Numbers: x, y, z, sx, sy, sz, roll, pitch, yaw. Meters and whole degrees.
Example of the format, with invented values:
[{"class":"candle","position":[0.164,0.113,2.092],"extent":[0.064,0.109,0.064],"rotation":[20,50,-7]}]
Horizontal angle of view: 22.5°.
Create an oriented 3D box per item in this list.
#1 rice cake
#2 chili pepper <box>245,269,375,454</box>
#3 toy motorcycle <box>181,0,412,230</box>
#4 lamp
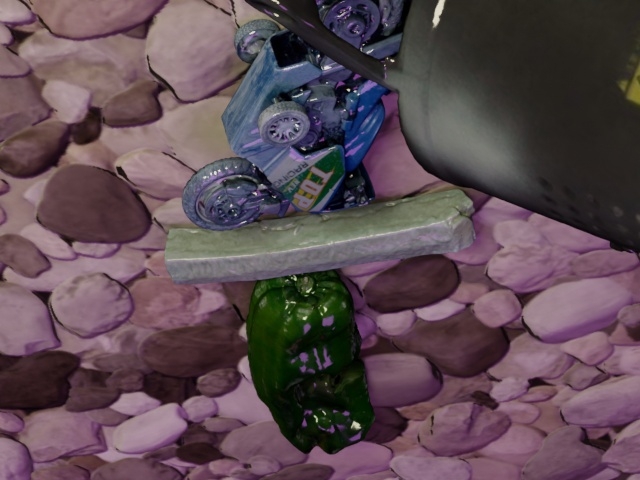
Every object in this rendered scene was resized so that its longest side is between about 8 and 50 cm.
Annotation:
[{"class":"rice cake","position":[0.000,0.000,1.257],"extent":[0.245,0.042,0.045],"rotation":[-9,142,7]},{"class":"chili pepper","position":[-0.010,0.108,1.369],"extent":[0.099,0.083,0.253],"rotation":[-13,146,-1]},{"class":"toy motorcycle","position":[0.005,-0.091,1.105],"extent":[0.136,0.092,0.254],"rotation":[10,132,-29]},{"class":"lamp","position":[0.186,-0.103,0.928],"extent":[0.374,0.205,0.272],"rotation":[33,170,-39]}]
